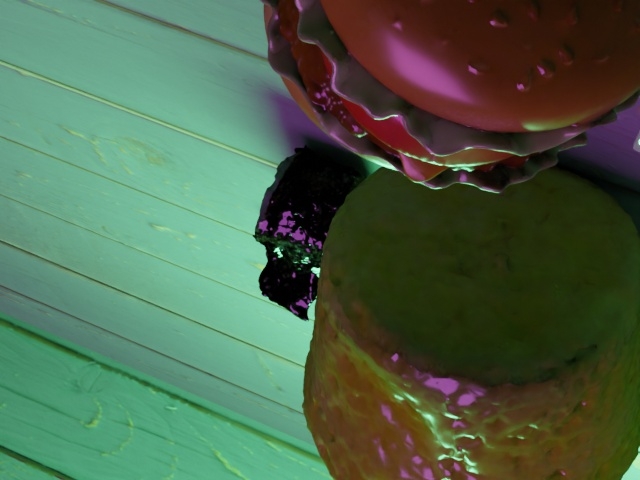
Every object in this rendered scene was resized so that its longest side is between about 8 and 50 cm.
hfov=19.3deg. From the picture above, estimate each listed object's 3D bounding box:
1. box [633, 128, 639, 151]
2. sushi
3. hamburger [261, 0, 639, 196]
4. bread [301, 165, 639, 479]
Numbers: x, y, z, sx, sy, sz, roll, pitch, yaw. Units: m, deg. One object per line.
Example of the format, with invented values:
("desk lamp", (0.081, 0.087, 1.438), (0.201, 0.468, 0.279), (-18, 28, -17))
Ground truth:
("box", (0.348, -0.113, 1.276), (0.203, 0.116, 0.274), (26, 162, 6))
("sushi", (0.000, 0.000, 2.044), (0.115, 0.147, 0.212), (27, 155, 16))
("hamburger", (0.101, -0.171, 1.215), (0.274, 0.274, 0.212), (30, 166, -7))
("bread", (0.144, 0.090, 1.791), (0.348, 0.348, 0.308), (21, 152, 20))
